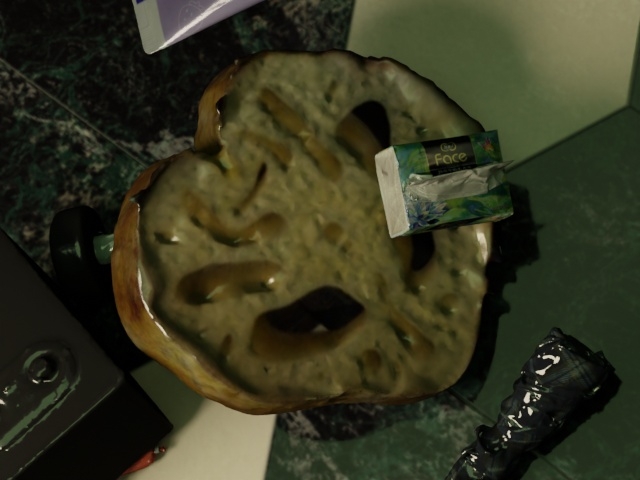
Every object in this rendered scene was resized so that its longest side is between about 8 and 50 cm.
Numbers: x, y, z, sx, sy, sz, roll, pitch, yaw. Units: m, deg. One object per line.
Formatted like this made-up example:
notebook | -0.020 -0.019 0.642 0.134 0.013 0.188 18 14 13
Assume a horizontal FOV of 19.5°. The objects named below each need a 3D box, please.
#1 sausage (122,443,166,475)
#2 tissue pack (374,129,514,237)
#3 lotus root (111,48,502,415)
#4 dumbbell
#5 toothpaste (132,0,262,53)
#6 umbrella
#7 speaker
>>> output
sausage | -0.275 0.245 1.891 0.253 0.034 0.034 -18 75 9
tissue pack | 0.120 -0.055 1.737 0.111 0.079 0.085 -9 83 -20
lotus root | 0.000 0.000 1.782 0.390 0.111 0.375 -42 91 -21
dumbbell | -0.170 -0.002 1.884 0.191 0.100 0.100 -12 76 11
toothpaste | -0.035 -0.314 1.934 0.371 0.080 0.125 -19 75 14
umbrella | 0.185 0.183 1.776 0.080 0.071 0.224 34 102 -21
speaker | -0.324 0.162 1.819 0.254 0.184 0.232 -41 64 -4
